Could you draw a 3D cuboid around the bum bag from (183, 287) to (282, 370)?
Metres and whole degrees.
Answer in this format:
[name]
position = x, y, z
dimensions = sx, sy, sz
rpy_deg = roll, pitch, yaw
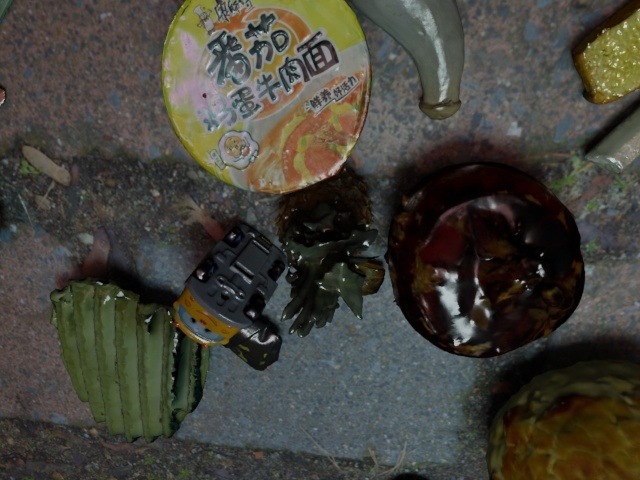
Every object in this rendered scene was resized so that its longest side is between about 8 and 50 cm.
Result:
[bum bag]
position = -0.173, 0.164, 0.819
dimensions = 0.232, 0.060, 0.106
rpy_deg = 40, 113, -8

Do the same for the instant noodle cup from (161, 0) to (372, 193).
[instant noodle cup]
position = -0.055, -0.213, 0.579
dimensions = 0.265, 0.200, 0.264
rpy_deg = 3, 111, 7

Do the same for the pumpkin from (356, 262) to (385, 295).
[pumpkin]
position = 0.063, 0.065, 0.761
dimensions = 0.101, 0.035, 0.073
rpy_deg = 10, 124, 1

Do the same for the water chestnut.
[water chestnut]
position = 0.234, 0.034, 0.594
dimensions = 0.300, 0.300, 0.299
rpy_deg = 3, 111, 8

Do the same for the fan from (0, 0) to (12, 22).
[fan]
position = -0.489, -0.416, 0.668
dimensions = 0.193, 0.016, 0.038
rpy_deg = -33, 106, 20

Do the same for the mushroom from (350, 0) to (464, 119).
[mushroom]
position = 0.133, -0.299, 0.574
dimensions = 0.118, 0.103, 0.270
rpy_deg = -35, 108, 19

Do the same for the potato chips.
[potato chips]
position = -0.406, 0.262, 0.867
dimensions = 0.359, 0.070, 0.429
rpy_deg = 16, 117, 10

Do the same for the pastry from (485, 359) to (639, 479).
[pastry]
position = 0.462, 0.390, 0.655
dimensions = 0.389, 0.313, 0.388
rpy_deg = 3, 99, 18

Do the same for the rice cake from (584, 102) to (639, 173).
[rice cake]
position = 0.493, -0.198, 0.580
dimensions = 0.057, 0.052, 0.256
rpy_deg = 39, 111, -4

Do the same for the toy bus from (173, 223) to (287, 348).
[toy bus]
position = -0.157, 0.081, 0.711
dimensions = 0.126, 0.209, 0.136
rpy_deg = 40, 122, -9

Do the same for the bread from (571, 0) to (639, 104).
[bread]
position = 0.434, -0.269, 0.557
dimensions = 0.187, 0.065, 0.103
rpy_deg = -39, 99, 21

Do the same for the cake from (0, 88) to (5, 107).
[cake]
position = -0.702, -0.284, 0.707
dimensions = 0.287, 0.098, 0.135
rpy_deg = 33, 112, -5

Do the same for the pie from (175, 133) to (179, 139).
[pie]
position = -0.210, -0.192, 0.708
dimensions = 0.084, 0.021, 0.084
rpy_deg = 4, 116, 8

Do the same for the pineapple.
[pineapple]
position = 0.000, 0.000, 0.581
dimensions = 0.169, 0.340, 0.169
rpy_deg = 2, 113, 5
